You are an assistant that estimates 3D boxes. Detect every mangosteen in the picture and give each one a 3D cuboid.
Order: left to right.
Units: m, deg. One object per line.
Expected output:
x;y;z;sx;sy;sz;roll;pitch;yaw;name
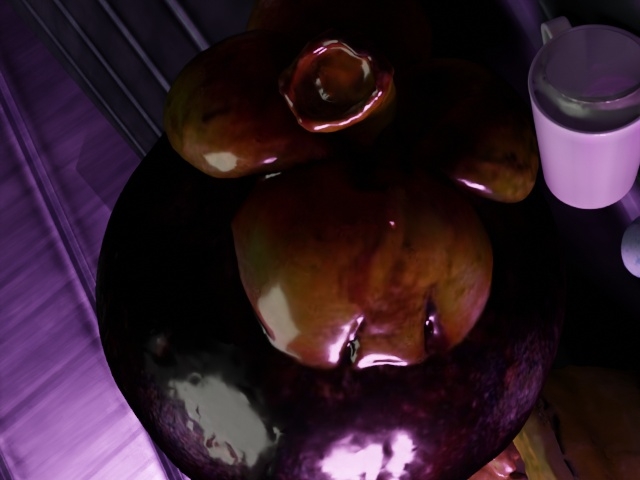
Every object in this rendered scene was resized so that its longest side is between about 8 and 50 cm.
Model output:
0.000;0.000;0.765;0.382;0.382;0.435;38;151;42;mangosteen

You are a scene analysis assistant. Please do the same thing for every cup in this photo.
0.164;-0.085;0.624;0.116;0.074;0.104;62;-173;-63;cup

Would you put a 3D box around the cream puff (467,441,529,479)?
0.181;0.281;1.277;0.343;0.231;0.327;48;170;-13;cream puff

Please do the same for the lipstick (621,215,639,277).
0.256;0.013;0.620;0.048;0.048;0.158;53;167;-19;lipstick

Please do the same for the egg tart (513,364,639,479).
0.276;0.237;0.908;0.345;0.132;0.345;62;-173;-14;egg tart
